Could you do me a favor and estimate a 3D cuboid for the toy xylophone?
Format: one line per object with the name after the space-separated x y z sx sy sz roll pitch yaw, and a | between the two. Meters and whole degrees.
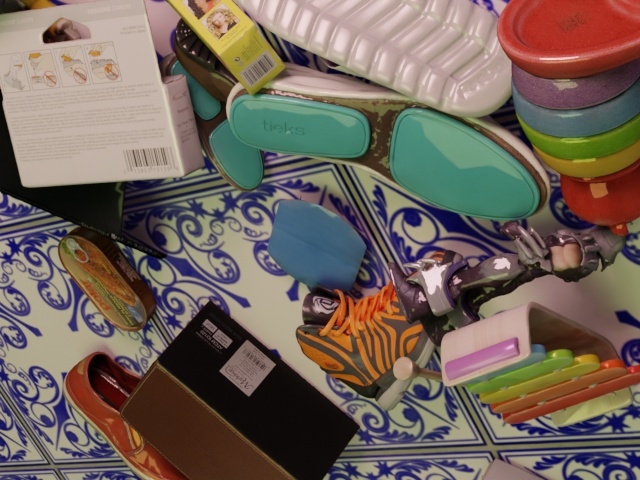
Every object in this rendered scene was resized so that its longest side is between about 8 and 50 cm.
0.243 0.163 1.750 0.236 0.081 0.322 -28 150 35 | toy xylophone

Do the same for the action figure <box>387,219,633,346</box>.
0.233 0.030 1.680 0.285 0.185 0.099 -21 69 18 | action figure

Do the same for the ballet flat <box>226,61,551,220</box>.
0.088 -0.137 1.692 0.400 0.139 0.139 16 133 11 | ballet flat

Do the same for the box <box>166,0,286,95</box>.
-0.132 -0.269 1.691 0.232 0.058 0.087 49 180 40 | box

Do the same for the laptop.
-0.347 -0.092 2.071 0.234 0.137 0.264 23 177 19 | laptop

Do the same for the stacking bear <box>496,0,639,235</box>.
0.297 -0.134 1.530 0.164 0.175 0.289 -24 132 0 | stacking bear

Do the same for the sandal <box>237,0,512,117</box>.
0.040 -0.267 1.632 0.416 0.169 0.102 38 180 11 | sandal

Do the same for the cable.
-0.431 -0.339 1.974 0.287 0.072 0.139 49 157 9 | cable

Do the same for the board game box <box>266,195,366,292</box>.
0.000 0.000 1.948 0.133 0.033 0.169 26 141 8 | board game box

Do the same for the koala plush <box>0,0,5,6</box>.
-0.477 -0.407 1.805 0.221 0.196 0.203 31 141 -8 | koala plush

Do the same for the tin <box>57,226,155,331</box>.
-0.334 0.060 2.235 0.106 0.040 0.190 -24 109 41 | tin

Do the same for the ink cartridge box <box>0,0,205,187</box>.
-0.301 -0.195 1.873 0.275 0.060 0.239 -2 107 30 | ink cartridge box

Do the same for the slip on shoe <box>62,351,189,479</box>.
-0.284 0.307 2.353 0.331 0.123 0.101 40 134 8 | slip on shoe

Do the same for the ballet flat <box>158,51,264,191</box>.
-0.146 -0.160 1.903 0.213 0.072 0.068 58 162 -17 | ballet flat

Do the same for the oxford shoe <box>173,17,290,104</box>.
-0.091 -0.200 1.822 0.227 0.083 0.096 40 158 0 | oxford shoe

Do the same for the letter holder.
-0.132 0.280 2.192 0.302 0.152 0.214 40 140 1 | letter holder

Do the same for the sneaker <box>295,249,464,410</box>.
0.066 0.103 1.898 0.180 0.125 0.321 25 137 -1 | sneaker

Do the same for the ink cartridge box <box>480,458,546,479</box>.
0.335 0.458 2.031 0.272 0.114 0.197 23 136 20 | ink cartridge box
